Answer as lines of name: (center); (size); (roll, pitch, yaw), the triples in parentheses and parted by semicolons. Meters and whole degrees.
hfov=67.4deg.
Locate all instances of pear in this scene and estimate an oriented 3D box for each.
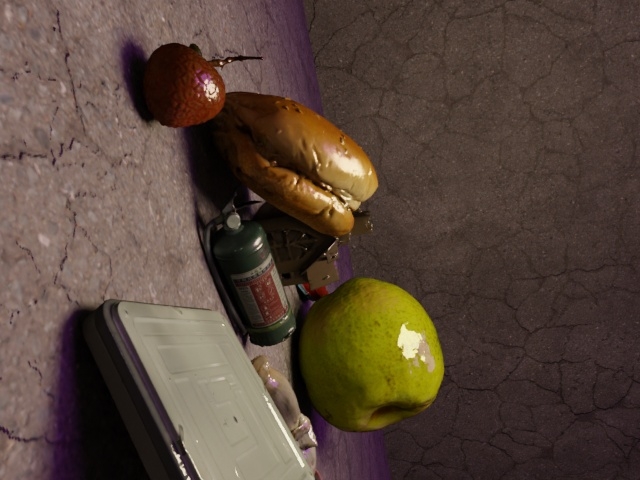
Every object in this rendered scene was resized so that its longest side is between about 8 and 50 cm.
pear: (0.122, 0.276, 1.226); (0.391, 0.392, 0.390); (-9, 90, -81)

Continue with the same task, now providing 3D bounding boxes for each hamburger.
hamburger: (-0.051, -0.143, 0.844); (0.314, 0.170, 0.290); (30, 3, -44)

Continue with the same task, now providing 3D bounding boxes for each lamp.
lamp: (-0.112, 0.188, 0.514); (0.269, 0.047, 0.266); (56, 4, 15)

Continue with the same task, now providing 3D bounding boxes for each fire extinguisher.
fire extinguisher: (-0.118, 0.047, 0.788); (0.093, 0.118, 0.294); (37, -30, 49)

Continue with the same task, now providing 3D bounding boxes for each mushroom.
mushroom: (-0.070, 0.321, 0.846); (0.099, 0.096, 0.277); (12, -59, 51)

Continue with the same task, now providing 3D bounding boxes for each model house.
model house: (0.000, 0.000, 1.080); (0.211, 0.244, 0.204); (-72, 151, -72)

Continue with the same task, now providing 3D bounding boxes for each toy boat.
toy boat: (-0.028, 0.137, 1.379); (0.173, 0.059, 0.069); (47, 34, -63)

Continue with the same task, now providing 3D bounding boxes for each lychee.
lychee: (-0.169, -0.205, 0.633); (0.140, 0.115, 0.101); (-55, 178, -44)

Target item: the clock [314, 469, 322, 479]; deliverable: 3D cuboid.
clock: (-0.032, 0.567, 0.936); (0.244, 0.056, 0.244); (-9, 90, -79)
